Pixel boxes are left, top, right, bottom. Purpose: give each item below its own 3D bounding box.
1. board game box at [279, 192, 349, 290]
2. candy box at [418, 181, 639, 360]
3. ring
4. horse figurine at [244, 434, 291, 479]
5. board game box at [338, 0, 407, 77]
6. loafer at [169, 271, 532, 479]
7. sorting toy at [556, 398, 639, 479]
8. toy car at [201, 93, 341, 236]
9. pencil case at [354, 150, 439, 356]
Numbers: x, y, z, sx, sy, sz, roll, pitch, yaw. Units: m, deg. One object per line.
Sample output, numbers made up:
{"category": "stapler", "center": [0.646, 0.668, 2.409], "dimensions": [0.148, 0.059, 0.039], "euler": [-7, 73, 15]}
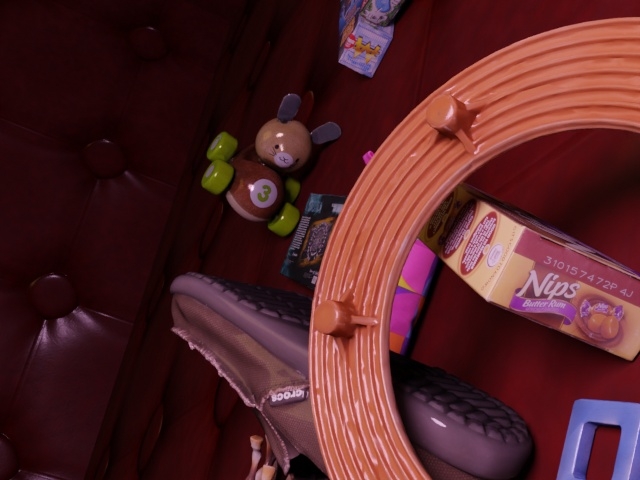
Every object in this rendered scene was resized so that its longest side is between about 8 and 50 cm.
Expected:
{"category": "board game box", "center": [0.000, 0.000, 1.125], "dimensions": [0.126, 0.026, 0.186], "euler": [-68, 17, -2]}
{"category": "candy box", "center": [0.131, 0.007, 0.575], "dimensions": [0.053, 0.109, 0.186], "euler": [-65, 17, 9]}
{"category": "ring", "center": [0.116, 0.044, 0.430], "dimensions": [0.336, 0.032, 0.336], "euler": [-14, 68, 39]}
{"category": "horse figurine", "center": [-0.063, 0.265, 0.845], "dimensions": [0.263, 0.066, 0.174], "euler": [-33, -42, -79]}
{"category": "board game box", "center": [0.084, -0.344, 1.230], "dimensions": [0.194, 0.060, 0.194], "euler": [-46, 29, 51]}
{"category": "loafer", "center": [-0.016, 0.124, 0.661], "dimensions": [0.366, 0.134, 0.130], "euler": [25, 98, 48]}
{"category": "sorting toy", "center": [0.106, 0.249, 0.460], "dimensions": [0.347, 0.047, 0.196], "euler": [-68, 17, 1]}
{"category": "toy car", "center": [-0.061, -0.129, 1.288], "dimensions": [0.188, 0.155, 0.149], "euler": [-43, 27, 29]}
{"category": "pencil case", "center": [0.050, 0.043, 0.800], "dimensions": [0.236, 0.104, 0.104], "euler": [-71, 17, -7]}
